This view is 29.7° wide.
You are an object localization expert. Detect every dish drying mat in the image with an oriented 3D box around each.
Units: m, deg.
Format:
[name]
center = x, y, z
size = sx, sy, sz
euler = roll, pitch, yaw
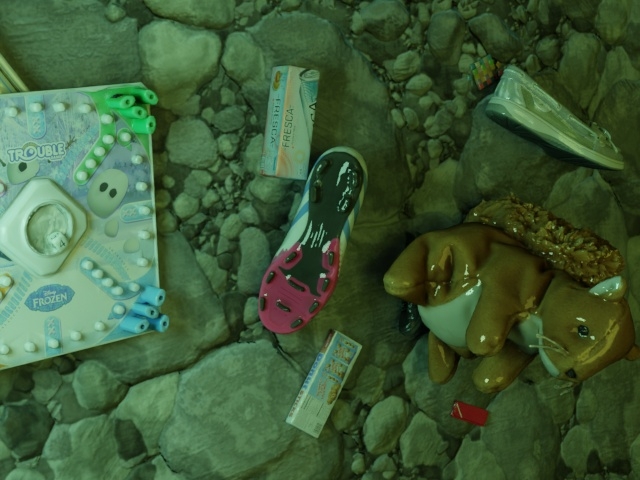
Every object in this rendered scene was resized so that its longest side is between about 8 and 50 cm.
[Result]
[dish drying mat]
center = 0.279, 0.324, 2.258
size = 0.083, 0.008, 0.032
euler = 22, 83, -31

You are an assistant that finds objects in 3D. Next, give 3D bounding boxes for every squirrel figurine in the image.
[squirrel figurine]
center = 0.376, 0.081, 2.057
size = 0.397, 0.370, 0.281
euler = -49, 131, -35

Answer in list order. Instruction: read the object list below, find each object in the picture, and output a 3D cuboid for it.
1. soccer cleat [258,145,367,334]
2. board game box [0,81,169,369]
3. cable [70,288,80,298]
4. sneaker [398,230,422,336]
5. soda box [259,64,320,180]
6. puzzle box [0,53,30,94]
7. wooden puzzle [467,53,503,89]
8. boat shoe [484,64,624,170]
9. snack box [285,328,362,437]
[soccer cleat]
center = 0.000, 0.000, 1.996
size = 0.116, 0.143, 0.331
euler = 25, 103, 6
[board game box]
center = -0.389, -0.017, 1.728
size = 0.389, 0.050, 0.390
euler = -12, 106, -41
[cable]
center = -0.406, 0.044, 1.786
size = 0.184, 0.047, 0.150
euler = -48, 117, -19
[sneaker]
center = 0.158, 0.076, 2.136
size = 0.089, 0.051, 0.170
euler = 36, 71, -31
[soda box]
center = -0.050, -0.191, 1.975
size = 0.063, 0.058, 0.183
euler = 6, 92, -32
[puzzle box]
center = -0.569, -0.205, 1.658
size = 0.272, 0.052, 0.409
euler = -46, 115, -20
[wooden puzzle]
center = 0.300, -0.309, 2.208
size = 0.083, 0.006, 0.049
euler = -33, 111, -25
[boat shoe]
center = 0.450, -0.215, 2.249
size = 0.320, 0.118, 0.103
euler = 24, 87, -24
[snack box]
center = 0.007, 0.245, 2.075
size = 0.064, 0.022, 0.178
euler = 33, 78, -29
